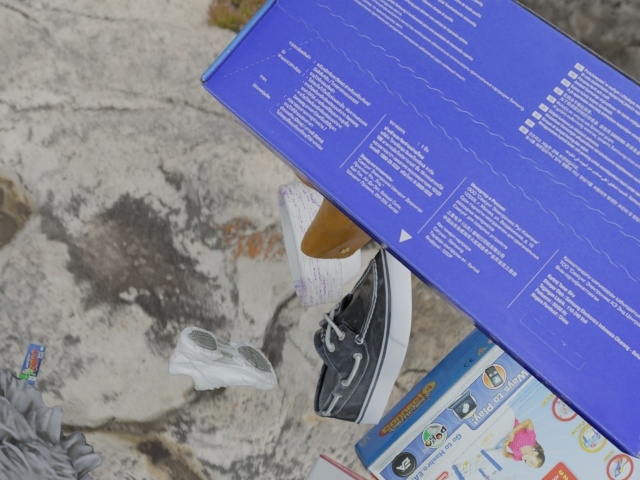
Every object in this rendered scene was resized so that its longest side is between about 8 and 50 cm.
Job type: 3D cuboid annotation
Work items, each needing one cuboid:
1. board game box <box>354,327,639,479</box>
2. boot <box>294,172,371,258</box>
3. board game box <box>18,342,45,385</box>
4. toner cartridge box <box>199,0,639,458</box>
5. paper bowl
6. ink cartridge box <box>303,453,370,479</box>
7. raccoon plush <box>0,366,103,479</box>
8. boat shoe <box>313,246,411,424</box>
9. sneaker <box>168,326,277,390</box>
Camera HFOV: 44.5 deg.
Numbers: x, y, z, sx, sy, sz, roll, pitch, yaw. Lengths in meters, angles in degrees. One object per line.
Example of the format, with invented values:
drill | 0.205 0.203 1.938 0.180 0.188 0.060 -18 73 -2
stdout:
board game box | 0.260 0.297 1.091 0.308 0.086 0.302 -43 102 -4
boot | 0.031 -0.041 0.924 0.295 0.211 0.104 -13 65 -47
board game box | -0.615 0.332 1.605 0.035 0.201 0.136 16 20 -17
toner cartridge box | 0.103 -0.048 0.484 0.348 0.075 0.165 42 89 19
paper bowl | 0.000 0.000 1.761 0.148 0.284 0.284 -13 68 -7
ink cartridge box | 0.151 0.596 1.540 0.279 0.384 0.160 19 73 43
raccoon plush | -0.287 0.152 0.393 0.299 0.216 0.446 -42 50 17
boat shoe | 0.043 0.121 0.969 0.102 0.301 0.108 4 44 -7
sneaker | -0.196 0.252 1.536 0.232 0.115 0.090 27 24 -26
